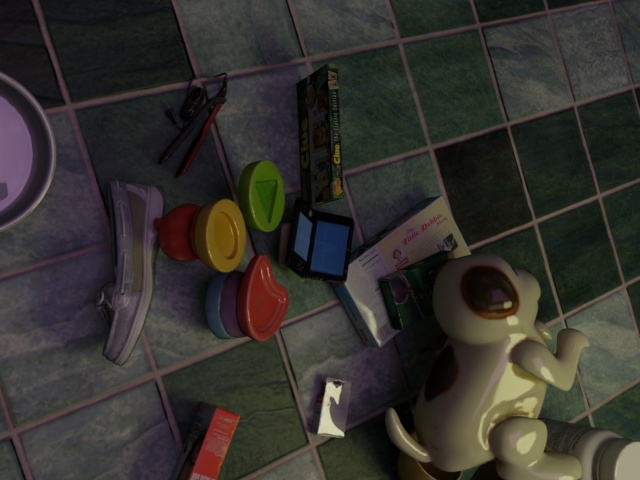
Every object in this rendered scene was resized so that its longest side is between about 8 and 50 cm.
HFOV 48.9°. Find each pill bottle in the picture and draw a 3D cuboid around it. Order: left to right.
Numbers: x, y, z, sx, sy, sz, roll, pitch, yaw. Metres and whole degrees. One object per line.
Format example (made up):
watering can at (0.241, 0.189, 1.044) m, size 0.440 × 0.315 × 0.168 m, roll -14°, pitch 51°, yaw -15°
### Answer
pill bottle at (0.581, 0.492, 1.563) m, size 0.160 × 0.283 × 0.161 m, roll 3°, pitch 84°, yaw -28°

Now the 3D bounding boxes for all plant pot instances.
plant pot at (0.213, 0.463, 1.461) m, size 0.134 × 0.095 × 0.134 m, roll 25°, pitch 35°, yaw -19°

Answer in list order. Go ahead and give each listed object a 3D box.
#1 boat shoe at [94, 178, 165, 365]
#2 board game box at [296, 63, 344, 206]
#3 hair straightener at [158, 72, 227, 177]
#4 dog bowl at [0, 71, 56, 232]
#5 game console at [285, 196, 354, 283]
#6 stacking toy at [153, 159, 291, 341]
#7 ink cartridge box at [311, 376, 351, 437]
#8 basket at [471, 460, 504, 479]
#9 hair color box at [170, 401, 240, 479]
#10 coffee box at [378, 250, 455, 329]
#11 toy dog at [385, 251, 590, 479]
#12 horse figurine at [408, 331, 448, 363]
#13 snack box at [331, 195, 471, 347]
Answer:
boat shoe at (-0.339, 0.052, 1.210) m, size 0.103 × 0.118 × 0.321 m, roll 11°, pitch 75°, yaw -19°
board game box at (-0.003, -0.204, 1.400) m, size 0.030 × 0.136 × 0.260 m, roll -1°, pitch 85°, yaw -26°
hair straightener at (-0.243, -0.233, 1.322) m, size 0.089 × 0.047 × 0.231 m, roll 35°, pitch 70°, yaw -22°
dog bowl at (-0.554, -0.137, 1.083) m, size 0.264 × 0.104 × 0.265 m, roll -5°, pitch 99°, yaw -32°
game console at (0.000, 0.000, 1.378) m, size 0.124 × 0.085 × 0.144 m, roll 44°, pitch 50°, yaw -59°
stacking toy at (-0.159, 0.013, 1.291) m, size 0.280 × 0.130 × 0.309 m, roll -64°, pitch 145°, yaw -44°
ink cartridge box at (0.023, 0.336, 1.421) m, size 0.062 × 0.029 × 0.115 m, roll 15°, pitch 77°, yaw -26°
basket at (0.441, 0.589, 1.510) m, size 0.154 × 0.227 × 0.205 m, roll 29°, pitch 73°, yaw -23°
hair color box at (-0.209, 0.379, 1.255) m, size 0.053 × 0.093 × 0.167 m, roll 26°, pitch 73°, yaw -23°
coffee box at (0.215, 0.101, 1.472) m, size 0.184 × 0.040 × 0.113 m, roll -20°, pitch 98°, yaw -29°
toy dog at (0.317, 0.226, 1.391) m, size 0.395 × 0.284 × 0.408 m, roll 0°, pitch 96°, yaw -3°
horse figurine at (0.315, 0.276, 1.565) m, size 0.174 × 0.066 × 0.263 m, roll -45°, pitch 105°, yaw -19°
snack box at (0.181, 0.062, 1.515) m, size 0.322 × 0.060 × 0.187 m, roll -35°, pitch 103°, yaw -26°
